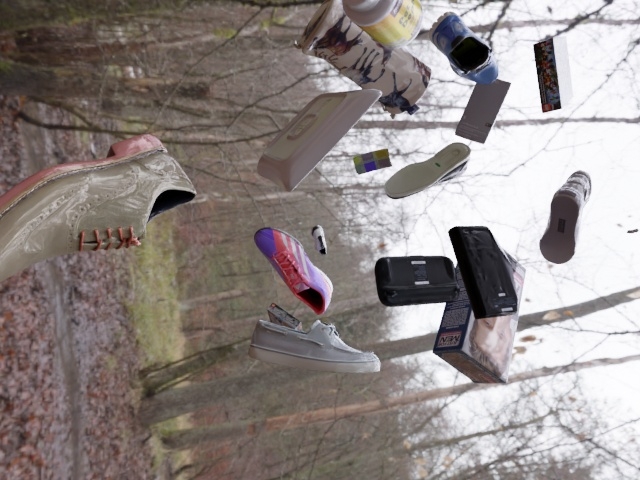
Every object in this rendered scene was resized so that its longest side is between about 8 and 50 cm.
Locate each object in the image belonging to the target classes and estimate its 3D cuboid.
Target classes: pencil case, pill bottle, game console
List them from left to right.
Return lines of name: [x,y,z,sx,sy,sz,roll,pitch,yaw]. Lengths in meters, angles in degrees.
pencil case: [0.129,-0.517,1.215,0.184,0.410,0.160,-57,-151,17]
pill bottle: [0.121,-0.473,0.844,0.117,0.215,0.117,4,-83,31]
game console: [0.276,0.068,0.922,0.044,0.361,0.213,131,-47,-57]

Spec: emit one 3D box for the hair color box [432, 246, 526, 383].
hair color box: [0.433,0.182,1.129,0.105,0.173,0.347,-28,-149,55]

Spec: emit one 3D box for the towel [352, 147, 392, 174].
towel: [0.117,-0.176,0.947,0.060,0.083,0.009,66,16,-53]

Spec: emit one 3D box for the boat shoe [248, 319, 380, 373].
boat shoe: [-0.010,0.176,0.719,0.079,0.227,0.081,59,38,-77]

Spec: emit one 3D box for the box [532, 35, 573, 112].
box: [0.583,-0.418,1.051,0.044,0.233,0.159,-4,-70,38]

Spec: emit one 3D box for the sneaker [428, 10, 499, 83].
sneaker: [0.465,-0.561,1.313,0.130,0.329,0.147,-43,-127,33]

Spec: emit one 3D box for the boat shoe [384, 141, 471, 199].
boat shoe: [0.266,-0.156,1.045,0.084,0.233,0.079,59,-7,30]

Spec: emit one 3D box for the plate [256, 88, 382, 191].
plate: [-0.027,-0.241,0.938,0.045,0.278,0.277,45,-3,-26]

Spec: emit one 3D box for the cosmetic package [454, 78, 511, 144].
cosmetic package: [0.619,-0.498,1.617,0.107,0.127,0.238,-28,138,-66]

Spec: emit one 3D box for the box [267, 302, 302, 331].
box: [-0.091,0.228,1.116,0.094,0.027,0.137,30,-30,21]

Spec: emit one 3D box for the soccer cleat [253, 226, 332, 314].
soccer cleat: [-0.078,0.090,1.263,0.318,0.108,0.116,48,24,-21]

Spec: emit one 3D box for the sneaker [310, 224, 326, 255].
sneaker: [0.000,0.000,1.300,0.044,0.040,0.109,55,-15,47]

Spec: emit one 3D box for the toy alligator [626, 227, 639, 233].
toy alligator: [0.975,-0.051,1.188,0.189,0.056,0.051,-4,-104,32]

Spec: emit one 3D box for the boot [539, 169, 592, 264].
boot: [0.651,-0.057,1.103,0.095,0.123,0.258,29,-30,35]

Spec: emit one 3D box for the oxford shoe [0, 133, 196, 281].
oxford shoe: [-0.313,-0.034,0.587,0.130,0.348,0.123,44,-43,-3]
